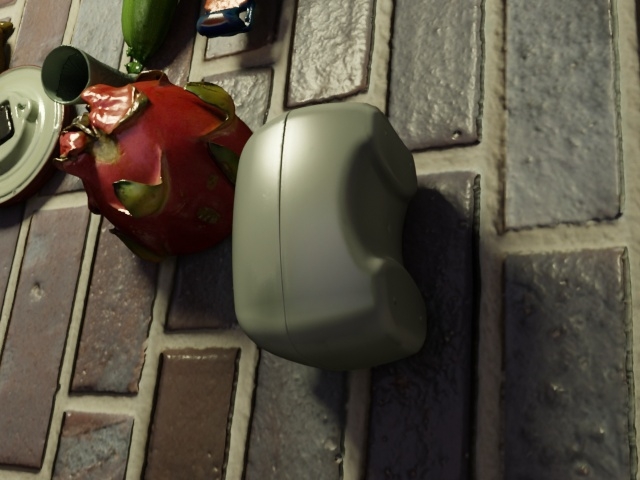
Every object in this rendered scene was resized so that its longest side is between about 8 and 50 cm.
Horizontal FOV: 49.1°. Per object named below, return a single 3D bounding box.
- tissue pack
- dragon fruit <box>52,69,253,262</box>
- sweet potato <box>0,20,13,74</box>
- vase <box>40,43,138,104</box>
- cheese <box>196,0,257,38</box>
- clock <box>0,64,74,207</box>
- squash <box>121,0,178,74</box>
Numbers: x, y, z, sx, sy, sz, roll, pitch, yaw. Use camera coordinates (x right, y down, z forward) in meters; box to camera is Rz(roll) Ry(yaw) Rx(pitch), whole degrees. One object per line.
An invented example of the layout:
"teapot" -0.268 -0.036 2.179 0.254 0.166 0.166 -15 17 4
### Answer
"tissue pack" 0.000 0.000 0.926 0.236 0.229 0.332 -10 68 22
"dragon fruit" -0.268 -0.132 1.118 0.306 0.226 0.305 -10 65 24
"sweet potato" -0.762 -0.367 1.521 0.124 0.098 0.310 38 70 -5
"vase" -0.376 -0.269 1.219 0.096 0.219 0.096 1 93 17
"cheese" -0.140 -0.508 1.241 0.217 0.129 0.329 2 74 29
"clock" -0.637 -0.214 1.421 0.319 0.080 0.318 -10 68 25
"squash" -0.302 -0.496 1.311 0.101 0.101 0.378 25 102 32
